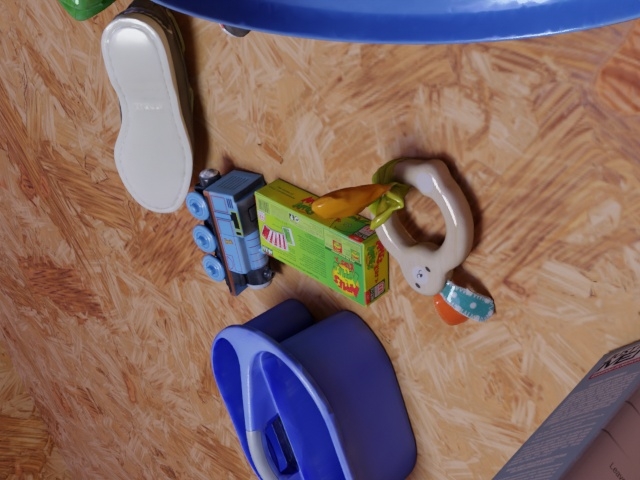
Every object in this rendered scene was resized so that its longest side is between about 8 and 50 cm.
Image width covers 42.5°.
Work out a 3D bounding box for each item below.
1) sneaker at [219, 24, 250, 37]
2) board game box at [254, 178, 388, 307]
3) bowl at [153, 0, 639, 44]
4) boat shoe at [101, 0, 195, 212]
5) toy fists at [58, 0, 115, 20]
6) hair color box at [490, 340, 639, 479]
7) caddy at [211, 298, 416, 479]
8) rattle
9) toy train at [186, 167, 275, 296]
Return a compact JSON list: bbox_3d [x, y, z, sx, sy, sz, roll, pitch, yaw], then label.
[{"bbox_3d":[-0.071,-0.275,0.858,0.064,0.061,0.158,33,140,21],"label":"sneaker"},{"bbox_3d":[0.000,0.000,1.001,0.181,0.043,0.092,27,136,36],"label":"board game box"},{"bbox_3d":[0.059,-0.199,0.501,0.391,0.391,0.077,3,92,49],"label":"bowl"},{"bbox_3d":[-0.217,-0.172,1.088,0.109,0.091,0.305,5,132,4],"label":"boat shoe"},{"bbox_3d":[-0.262,-0.381,0.909,0.096,0.142,0.279,22,137,6],"label":"toy fists"},{"bbox_3d":[0.223,0.243,0.630,0.185,0.374,0.113,54,145,4],"label":"hair color box"},{"bbox_3d":[-0.022,0.244,1.104,0.241,0.179,0.341,7,123,49],"label":"caddy"},{"bbox_3d":[0.089,0.025,0.836,0.130,0.142,0.200,-2,110,31],"label":"rattle"},{"bbox_3d":[-0.114,-0.009,1.105,0.105,0.080,0.184,14,128,37],"label":"toy train"}]
